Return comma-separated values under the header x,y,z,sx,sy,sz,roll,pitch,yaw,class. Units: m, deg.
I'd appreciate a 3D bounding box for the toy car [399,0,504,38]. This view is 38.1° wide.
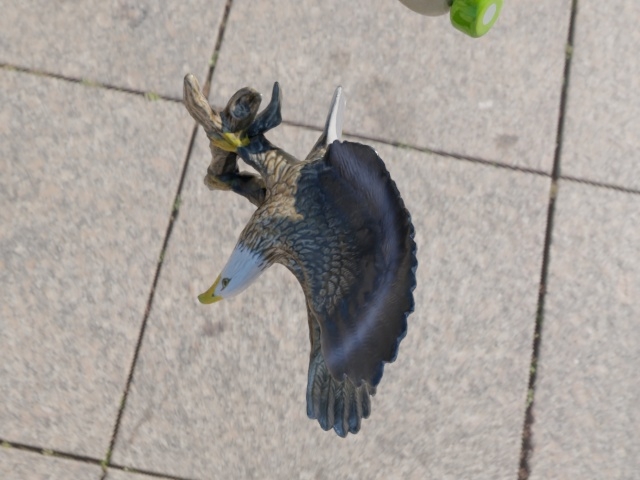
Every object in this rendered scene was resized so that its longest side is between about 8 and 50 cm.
x,y,z,sx,sy,sz,roll,pitch,yaw,class
0.134,-0.313,0.854,0.155,0.149,0.188,36,77,24,toy car

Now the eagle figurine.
x,y,z,sx,sy,sz,roll,pitch,yaw,class
-0.008,0.008,0.847,0.298,0.226,0.225,47,115,18,eagle figurine
